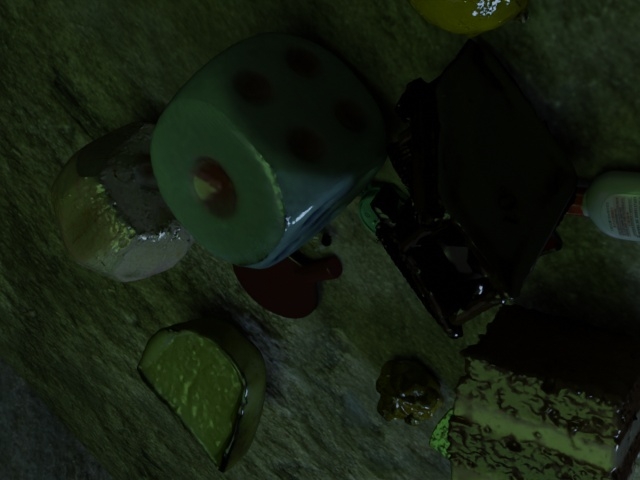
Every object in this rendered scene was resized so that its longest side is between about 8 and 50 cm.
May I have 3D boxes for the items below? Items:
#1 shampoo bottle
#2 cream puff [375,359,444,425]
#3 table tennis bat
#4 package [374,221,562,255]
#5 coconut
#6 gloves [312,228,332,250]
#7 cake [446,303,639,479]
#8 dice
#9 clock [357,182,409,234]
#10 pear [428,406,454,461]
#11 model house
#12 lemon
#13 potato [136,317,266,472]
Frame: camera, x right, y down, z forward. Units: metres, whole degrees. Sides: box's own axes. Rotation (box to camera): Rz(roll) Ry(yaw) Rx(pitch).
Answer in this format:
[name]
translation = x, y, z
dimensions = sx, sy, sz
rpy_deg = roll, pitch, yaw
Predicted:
[shampoo bottle]
translation = 0.414, -0.046, 1.224
dimensions = 0.220, 0.051, 0.108
rpy_deg = 10, 136, 38
[cream puff]
translation = 0.163, 0.306, 1.772
dimensions = 0.146, 0.116, 0.146
rpy_deg = 23, 137, 23
[table tennis bat]
translation = -0.069, 0.073, 1.820
dimensions = 0.310, 0.038, 0.200
rpy_deg = -13, 117, 50
[package]
translation = 0.219, -0.011, 1.432
dimensions = 0.269, 0.071, 0.194
rpy_deg = -34, 112, 33
[coconut]
translation = -0.366, -0.066, 1.757
dimensions = 0.297, 0.297, 0.254
rpy_deg = 47, 133, -5
[gloves]
translation = 0.002, 0.000, 1.676
dimensions = 0.081, 0.037, 0.044
rpy_deg = 16, 102, 55
[cake]
translation = 0.345, 0.277, 1.390
dimensions = 0.282, 0.255, 0.290
rpy_deg = 16, 111, 27
[dice]
translation = -0.078, -0.136, 1.399
dimensions = 0.268, 0.262, 0.265
rpy_deg = 47, 139, 6
[clock]
translation = 0.104, -0.050, 1.526
dimensions = 0.135, 0.041, 0.101
rpy_deg = 43, 144, 0
[pear]
translation = 0.373, 0.348, 1.609
dimensions = 0.288, 0.139, 0.239
rpy_deg = 37, 123, 22
[model house]
translation = 0.153, -0.044, 1.241
dimensions = 0.317, 0.297, 0.282
rpy_deg = 55, 144, 6
[lemon]
translation = 0.167, -0.336, 1.064
dimensions = 0.173, 0.173, 0.206
rpy_deg = -9, 112, 48
[potato]
translation = -0.215, 0.295, 2.082
dimensions = 0.330, 0.212, 0.280
rpy_deg = 45, 127, 13
